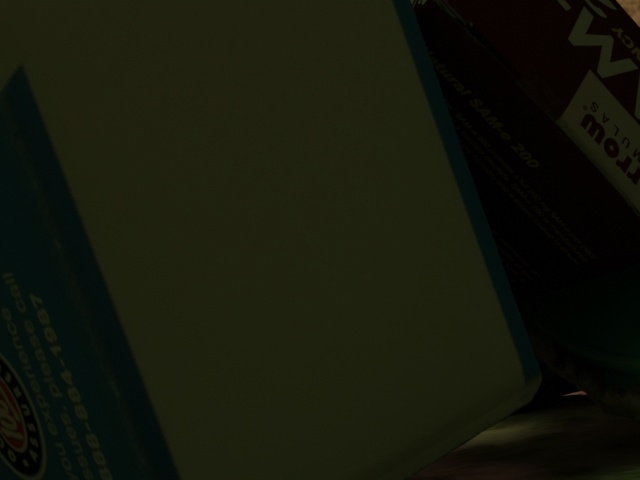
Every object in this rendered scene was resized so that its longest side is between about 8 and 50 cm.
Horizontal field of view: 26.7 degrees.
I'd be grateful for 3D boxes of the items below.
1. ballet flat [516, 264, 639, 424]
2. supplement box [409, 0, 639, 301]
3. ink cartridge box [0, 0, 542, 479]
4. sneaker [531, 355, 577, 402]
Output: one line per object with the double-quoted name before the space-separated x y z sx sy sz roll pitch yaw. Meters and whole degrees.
"ballet flat" 0.152 -0.004 0.649 0.147 0.147 0.409 -9 18 -9
"supplement box" 0.031 -0.032 0.570 0.239 0.130 0.073 -22 29 53
"ink cartridge box" -0.145 -0.026 0.545 0.166 0.285 0.395 -24 6 -38
"sneaker" 0.086 0.056 0.801 0.083 0.087 0.221 -9 -1 -39
